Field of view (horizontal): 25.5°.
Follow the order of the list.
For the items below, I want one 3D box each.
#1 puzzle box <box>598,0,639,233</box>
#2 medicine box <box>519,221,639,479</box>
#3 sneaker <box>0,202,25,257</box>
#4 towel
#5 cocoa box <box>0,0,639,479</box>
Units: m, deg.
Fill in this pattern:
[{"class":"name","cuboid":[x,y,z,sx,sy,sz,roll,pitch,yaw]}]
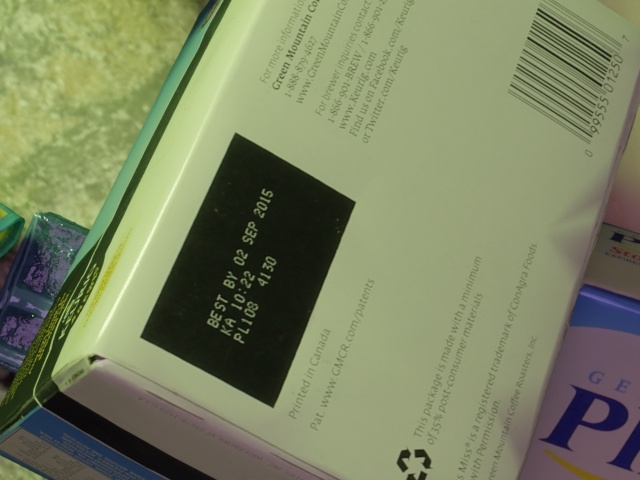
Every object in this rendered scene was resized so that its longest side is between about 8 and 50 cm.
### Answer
[{"class":"puzzle box","cuboid":[0.272,-0.073,0.949,0.272,0.052,0.409,-23,94,17]},{"class":"medicine box","cuboid":[0.237,0.166,0.899,0.264,0.149,0.289,18,112,4]},{"class":"sneaker","cuboid":[-0.326,-0.061,1.016,0.208,0.127,0.319,-9,80,-8]},{"class":"towel","cuboid":[-0.201,0.042,1.039,0.067,0.029,0.119,23,86,4]},{"class":"cocoa box","cuboid":[0.000,0.000,0.815,0.231,0.228,0.347,30,61,-14]}]
